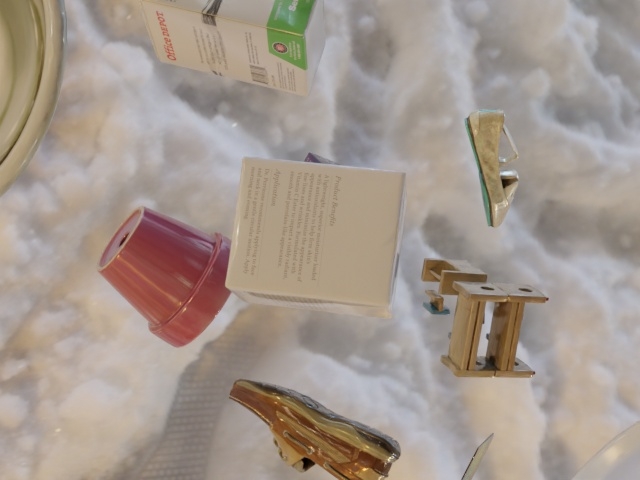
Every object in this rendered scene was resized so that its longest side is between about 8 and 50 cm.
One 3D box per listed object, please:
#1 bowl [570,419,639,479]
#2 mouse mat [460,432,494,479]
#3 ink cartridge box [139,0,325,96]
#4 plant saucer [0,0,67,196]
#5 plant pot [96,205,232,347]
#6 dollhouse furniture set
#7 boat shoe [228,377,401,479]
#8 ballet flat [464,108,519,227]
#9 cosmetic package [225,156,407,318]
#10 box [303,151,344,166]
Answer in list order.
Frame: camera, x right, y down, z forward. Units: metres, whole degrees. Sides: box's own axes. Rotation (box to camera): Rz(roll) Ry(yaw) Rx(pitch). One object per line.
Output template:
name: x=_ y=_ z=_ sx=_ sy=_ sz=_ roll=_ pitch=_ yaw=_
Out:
bowl: x=0.232 y=0.202 z=0.708 sx=0.134 sy=0.298 sz=0.298 roll=45 pitch=55 yaw=0
mouse mat: x=0.260 y=0.442 z=2.008 sx=0.189 sy=0.007 sz=0.153 roll=-67 pitch=162 yaw=10
ink cartridge box: x=-0.146 y=-0.378 z=1.932 sx=0.289 sy=0.211 sz=0.121 roll=14 pitch=70 yaw=7
plant saucer: x=-0.432 y=-0.196 z=1.209 sx=0.100 sy=0.401 sz=0.400 roll=9 pitch=67 yaw=-71
plant pot: x=-0.252 y=0.045 z=1.800 sx=0.180 sy=0.201 sz=0.201 roll=36 pitch=59 yaw=-19
dollhouse furniture set: x=0.241 y=0.115 z=1.691 sx=0.129 sy=0.184 sz=0.129 roll=4 pitch=104 yaw=-17
boat shoe: x=-0.025 y=0.331 z=1.870 sx=0.122 sy=0.324 sz=0.119 roll=28 pitch=85 yaw=-60
ballet flat: x=0.209 y=-0.082 z=1.305 sx=0.057 sy=0.052 sz=0.168 roll=-91 pitch=166 yaw=-49
cosmetic package: x=0.000 y=0.000 z=1.266 sx=0.184 sy=0.151 sz=0.151 roll=7 pitch=81 yaw=5
box: x=0.025 y=-0.053 z=2.110 sx=0.108 sy=0.207 sz=0.153 roll=20 pitch=103 yaw=-31
